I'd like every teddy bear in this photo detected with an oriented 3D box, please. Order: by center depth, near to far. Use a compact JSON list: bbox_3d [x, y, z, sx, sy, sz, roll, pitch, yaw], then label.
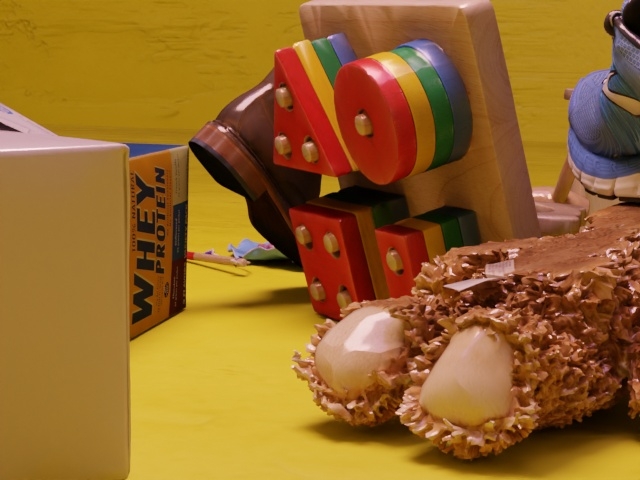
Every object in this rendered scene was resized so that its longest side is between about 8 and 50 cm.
[{"bbox_3d":[0.144,0.062,1.009,0.245,0.113,0.338,-3,12,31],"label":"teddy bear"}]

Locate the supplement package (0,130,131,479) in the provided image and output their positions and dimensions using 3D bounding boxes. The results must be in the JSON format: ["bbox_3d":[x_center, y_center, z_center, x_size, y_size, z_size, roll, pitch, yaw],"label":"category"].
[{"bbox_3d":[-0.258,0.037,0.789,0.293,0.175,0.177,-5,9,-41],"label":"supplement package"}]

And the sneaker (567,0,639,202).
[{"bbox_3d":[0.246,-0.103,1.085,0.129,0.147,0.330,-13,9,-10],"label":"sneaker"}]

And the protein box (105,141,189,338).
[{"bbox_3d":[-0.222,-0.004,1.251,0.199,0.136,0.201,3,8,12],"label":"protein box"}]

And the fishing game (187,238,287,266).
[{"bbox_3d":[0.000,0.000,1.622,0.264,0.041,0.189,-4,6,-32],"label":"fishing game"}]

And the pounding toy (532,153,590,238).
[{"bbox_3d":[0.151,-0.030,1.420,0.154,0.155,0.269,5,6,11],"label":"pounding toy"}]

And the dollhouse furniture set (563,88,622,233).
[{"bbox_3d":[0.289,-0.083,1.773,0.303,0.174,0.355,0,8,-9],"label":"dollhouse furniture set"}]

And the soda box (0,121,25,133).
[{"bbox_3d":[-0.317,-0.056,1.392,0.053,0.060,0.169,24,24,26],"label":"soda box"}]

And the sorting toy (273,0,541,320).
[{"bbox_3d":[0.048,-0.046,1.226,0.089,0.255,0.257,-20,15,-23],"label":"sorting toy"}]

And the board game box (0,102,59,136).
[{"bbox_3d":[-0.345,-0.060,1.593,0.242,0.064,0.316,29,18,25],"label":"board game box"}]

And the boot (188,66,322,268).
[{"bbox_3d":[-0.013,-0.050,1.382,0.082,0.106,0.219,30,-15,42],"label":"boot"}]
